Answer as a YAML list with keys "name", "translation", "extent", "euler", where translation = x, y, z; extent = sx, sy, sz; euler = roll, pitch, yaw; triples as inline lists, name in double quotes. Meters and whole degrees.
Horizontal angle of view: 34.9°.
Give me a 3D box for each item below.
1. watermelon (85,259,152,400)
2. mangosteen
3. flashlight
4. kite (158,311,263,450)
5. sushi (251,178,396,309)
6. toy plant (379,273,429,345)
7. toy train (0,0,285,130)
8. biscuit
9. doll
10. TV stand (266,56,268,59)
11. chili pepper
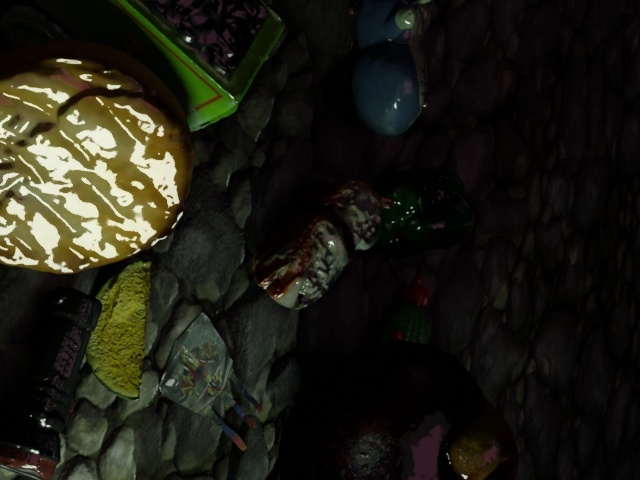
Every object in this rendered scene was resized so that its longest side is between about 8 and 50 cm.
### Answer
- name: "watermelon"
  translation: [-0.254, 0.120, 1.348]
  extent: [0.075, 0.092, 0.181]
  euler: [18, 71, -67]
- name: "mangosteen"
  translation: [0.145, 0.368, 1.641]
  extent: [0.382, 0.435, 0.382]
  euler: [-38, 148, -29]
- name: "flashlight"
  translation: [-0.330, 0.172, 1.252]
  extent: [0.093, 0.093, 0.232]
  euler: [42, 58, -48]
- name: "kite"
  translation: [-0.157, 0.228, 1.555]
  extent: [0.141, 0.015, 0.245]
  euler: [-59, 136, -27]
- name: "sushi"
  translation: [0.000, 0.000, 1.651]
  extent: [0.332, 0.124, 0.130]
  euler: [-49, 121, -37]
- name: "toy plant"
  translation: [0.163, 0.194, 1.937]
  extent: [0.240, 0.088, 0.154]
  euler: [-64, 153, -42]
- name: "toy train"
  translation: [-0.217, -0.257, 1.185]
  extent: [0.307, 0.249, 0.173]
  euler: [41, 59, -24]
- name: "biscuit"
  translation: [-0.288, -0.093, 1.144]
  extent: [0.296, 0.296, 0.102]
  euler: [55, 10, -42]
- name: "doll"
  translation: [0.128, -0.310, 1.750]
  extent: [0.228, 0.154, 0.258]
  euler: [105, -19, -84]
- name: "TV stand"
  translation: [-0.159, -0.239, 1.470]
  extent: [0.249, 0.042, 0.036]
  euler: [-42, 147, -41]
- name: "chili pepper"
  translation: [0.192, -0.055, 1.881]
  extent: [0.261, 0.174, 0.165]
  euler: [-16, 83, -51]
